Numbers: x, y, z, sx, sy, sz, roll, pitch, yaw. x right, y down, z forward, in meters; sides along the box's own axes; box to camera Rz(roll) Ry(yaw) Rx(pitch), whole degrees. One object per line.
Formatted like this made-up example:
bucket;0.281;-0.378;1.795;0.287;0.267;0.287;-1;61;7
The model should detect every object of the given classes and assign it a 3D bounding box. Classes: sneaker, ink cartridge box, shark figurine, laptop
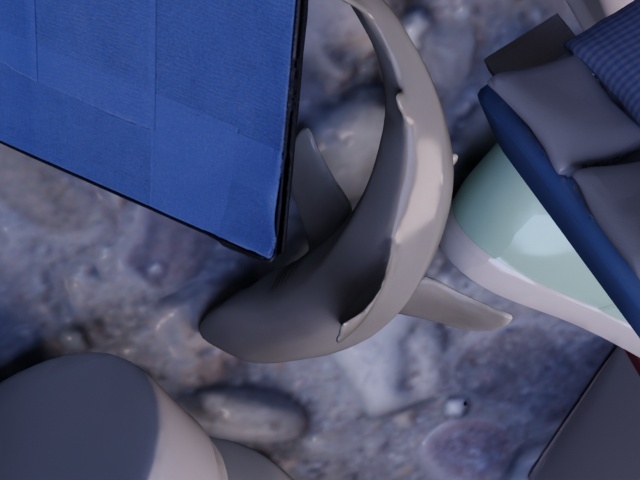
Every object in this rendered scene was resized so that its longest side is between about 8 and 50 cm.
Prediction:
sneaker;0.209;-0.011;0.915;0.256;0.094;0.151;19;123;-22
ink cartridge box;0.247;0.162;1.027;0.176;0.128;0.127;16;118;-25
shark figurine;0.019;-0.013;0.828;0.166;0.116;0.278;18;129;10
laptop;-0.234;-0.145;0.577;0.408;0.236;0.382;-17;138;-22

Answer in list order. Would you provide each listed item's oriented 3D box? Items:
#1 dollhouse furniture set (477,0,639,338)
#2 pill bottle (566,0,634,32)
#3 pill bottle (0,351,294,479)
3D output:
dollhouse furniture set;0.170;-0.147;0.590;0.286;0.303;0.198;-31;147;2
pill bottle;0.219;-0.178;0.786;0.229;0.131;0.131;-27;126;4
pill bottle;-0.059;0.255;0.953;0.224;0.224;0.392;-32;125;8
